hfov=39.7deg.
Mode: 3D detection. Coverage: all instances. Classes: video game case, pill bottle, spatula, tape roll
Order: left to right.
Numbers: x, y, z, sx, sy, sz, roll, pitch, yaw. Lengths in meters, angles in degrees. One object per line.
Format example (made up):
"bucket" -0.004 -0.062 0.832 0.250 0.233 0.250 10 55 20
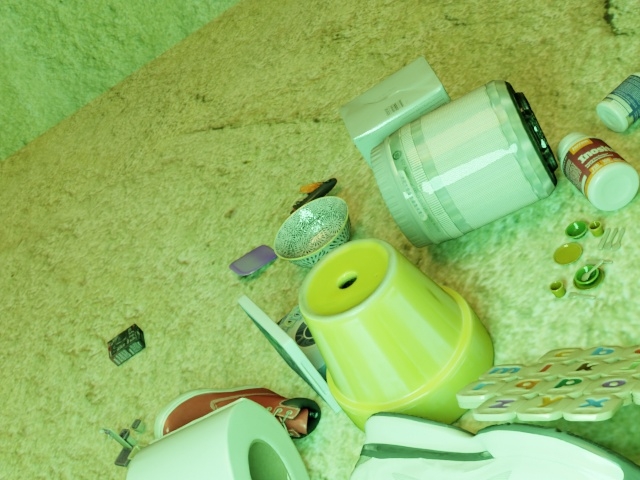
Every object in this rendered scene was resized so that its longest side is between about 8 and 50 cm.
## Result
"tape roll" -0.132 0.368 1.239 0.169 0.246 0.246 -28 33 15
"spatula" -0.071 -0.030 1.878 0.296 0.030 0.084 -46 34 -8
"video game case" -0.051 0.185 1.459 0.022 0.173 0.190 -40 32 -9
"pill bottle" 0.447 -0.118 1.452 0.086 0.086 0.152 -33 33 6
"pill bottle" 0.546 -0.249 1.543 0.120 0.067 0.067 -41 32 -6

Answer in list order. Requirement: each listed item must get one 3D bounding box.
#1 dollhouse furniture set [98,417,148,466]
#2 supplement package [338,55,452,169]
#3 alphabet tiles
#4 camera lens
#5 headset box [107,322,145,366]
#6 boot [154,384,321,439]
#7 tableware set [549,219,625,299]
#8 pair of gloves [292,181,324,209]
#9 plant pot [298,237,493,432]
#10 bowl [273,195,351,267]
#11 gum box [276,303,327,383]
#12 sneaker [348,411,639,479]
"dollhouse furniture set" -0.340 0.352 1.606 0.114 0.081 0.091 -4 45 41
"supplement package" 0.177 -0.201 1.706 0.194 0.203 0.149 -31 33 11
"alphabet tiles" 0.323 0.180 1.117 0.284 0.021 0.278 -9 6 36
"camera lens" 0.251 -0.131 1.528 0.274 0.219 0.219 -26 34 17
"headset box" -0.417 0.224 1.889 0.083 0.032 0.062 -36 32 3
"boot" -0.121 0.282 1.385 0.176 0.088 0.244 3 6 43
"tableware set" 0.400 0.026 1.372 0.104 0.024 0.154 2 49 46
"pair of gloves" -0.022 -0.096 1.942 0.074 0.010 0.083 -10 44 34
"plant pot" 0.096 0.131 1.329 0.254 0.239 0.254 -25 33 18
"bowl" 0.000 0.000 1.733 0.170 0.080 0.170 -25 34 19
"gum box" 0.019 0.148 1.562 0.157 0.041 0.184 -42 32 -7
"sneaker" 0.188 0.361 1.059 0.447 0.169 0.257 -7 51 50
